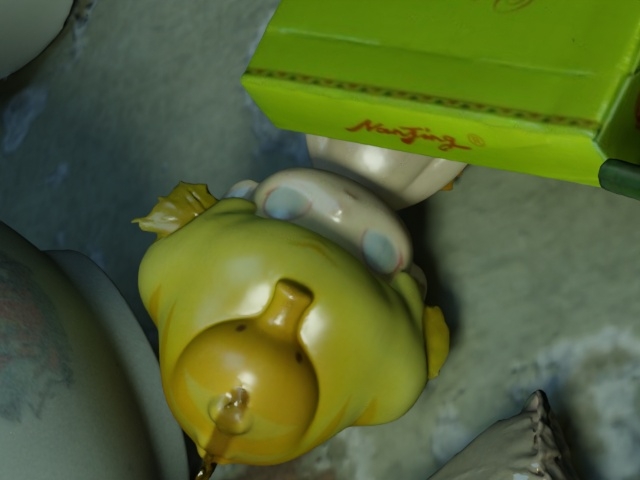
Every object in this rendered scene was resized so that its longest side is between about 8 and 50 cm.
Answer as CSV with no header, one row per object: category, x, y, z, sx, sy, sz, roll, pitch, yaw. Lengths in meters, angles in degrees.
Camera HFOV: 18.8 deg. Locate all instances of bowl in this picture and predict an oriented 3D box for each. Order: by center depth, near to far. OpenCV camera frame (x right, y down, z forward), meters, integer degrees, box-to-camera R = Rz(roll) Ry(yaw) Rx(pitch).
bowl,-0.164,0.097,0.930,0.157,0.346,0.345,-24,41,-24

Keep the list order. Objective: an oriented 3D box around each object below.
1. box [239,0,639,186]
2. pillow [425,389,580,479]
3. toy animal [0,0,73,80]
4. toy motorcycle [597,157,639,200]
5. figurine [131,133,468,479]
box,0.113,-0.185,0.860,0.187,0.047,0.335,13,67,36
pillow,0.020,0.201,0.822,0.270,0.067,0.173,-39,46,21
toy animal,-0.243,-0.173,1.174,0.193,0.127,0.179,38,100,41
toy motorcycle,0.192,0.071,0.683,0.205,0.127,0.275,19,91,47
figurine,0.000,0.000,0.900,0.156,0.131,0.246,28,73,5
